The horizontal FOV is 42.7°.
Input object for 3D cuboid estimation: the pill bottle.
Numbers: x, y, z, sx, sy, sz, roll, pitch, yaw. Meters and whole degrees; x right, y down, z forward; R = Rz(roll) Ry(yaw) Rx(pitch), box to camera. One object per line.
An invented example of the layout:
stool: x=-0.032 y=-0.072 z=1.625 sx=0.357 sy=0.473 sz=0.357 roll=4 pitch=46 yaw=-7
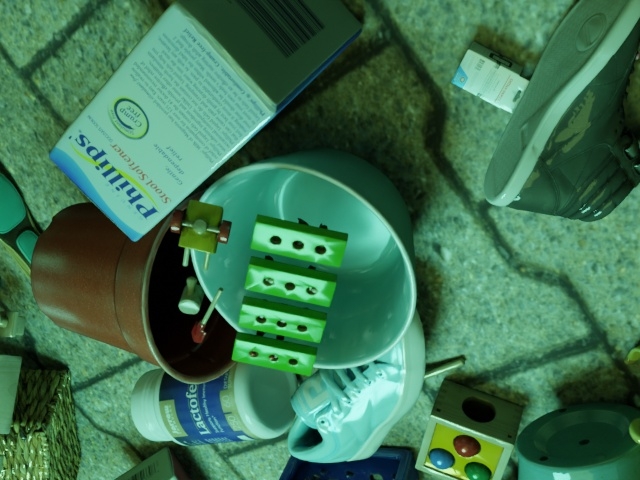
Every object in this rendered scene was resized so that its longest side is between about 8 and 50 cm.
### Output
pill bottle: x=-0.181 y=0.262 z=1.367 sx=0.264 sy=0.153 sz=0.153 roll=-15 pitch=115 yaw=32

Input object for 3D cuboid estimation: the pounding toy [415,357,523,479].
pounding toy: x=0.190 y=0.270 z=1.234 sx=0.206 sy=0.094 sz=0.181 roll=18 pitch=128 yaw=13

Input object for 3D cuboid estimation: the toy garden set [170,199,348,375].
toy garden set: x=-0.087 y=0.054 z=1.018 sx=0.203 sy=0.049 sz=0.244 roll=12 pitch=131 yaw=-3

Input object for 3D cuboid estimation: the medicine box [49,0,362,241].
medicine box: x=-0.132 y=-0.178 z=0.966 sx=0.149 sy=0.263 sz=0.289 roll=47 pitch=129 yaw=-9

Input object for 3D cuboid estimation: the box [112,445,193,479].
box: x=-0.295 y=0.550 z=1.600 sx=0.148 sy=0.127 sz=0.232 roll=-31 pitch=111 yaw=-7

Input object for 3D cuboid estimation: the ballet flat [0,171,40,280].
ballet flat: x=-0.527 y=-0.018 z=1.391 sx=0.073 sy=0.080 sz=0.232 roll=-4 pitch=120 yaw=45

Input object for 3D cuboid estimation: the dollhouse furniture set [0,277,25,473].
dollhouse furniture set: x=-0.708 y=0.225 z=1.451 sx=0.303 sy=0.173 sz=0.356 roll=-1 pitch=77 yaw=27

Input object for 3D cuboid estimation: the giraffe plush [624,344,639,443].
giraffe plush: x=0.471 y=0.205 z=1.004 sx=0.210 sy=0.170 sz=0.181 roll=41 pitch=130 yaw=-5

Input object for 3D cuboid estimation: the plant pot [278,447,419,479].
plant pot: x=0.051 y=0.505 z=1.380 sx=0.235 sy=0.236 sz=0.212 roll=-6 pitch=125 yaw=28

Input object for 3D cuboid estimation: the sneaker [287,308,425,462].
sneaker: x=0.041 y=0.226 z=1.213 sx=0.150 sy=0.135 sz=0.366 roll=-5 pitch=134 yaw=-26

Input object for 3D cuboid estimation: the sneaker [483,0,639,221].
sneaker: x=0.311 y=-0.148 z=0.896 sx=0.146 sy=0.105 sz=0.296 roll=18 pitch=116 yaw=-16

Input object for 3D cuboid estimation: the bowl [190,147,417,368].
bowl: x=0.000 y=0.000 z=1.093 sx=0.311 sy=0.163 sz=0.312 roll=13 pitch=127 yaw=18

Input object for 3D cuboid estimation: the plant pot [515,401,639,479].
plant pot: x=0.386 y=0.374 z=1.117 sx=0.271 sy=0.271 sz=0.255 roll=-11 pitch=103 yaw=31

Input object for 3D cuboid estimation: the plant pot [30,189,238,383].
plant pot: x=-0.263 y=0.051 z=1.206 sx=0.265 sy=0.272 sz=0.273 roll=6 pitch=125 yaw=31

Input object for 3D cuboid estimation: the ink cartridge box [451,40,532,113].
ink cartridge box: x=0.202 y=-0.189 z=0.953 sx=0.083 sy=0.028 sz=0.048 roll=29 pitch=130 yaw=5

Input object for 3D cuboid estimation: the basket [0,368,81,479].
basket: x=-0.609 y=0.414 z=1.601 sx=0.222 sy=0.214 sz=0.299 roll=4 pitch=127 yaw=-4
